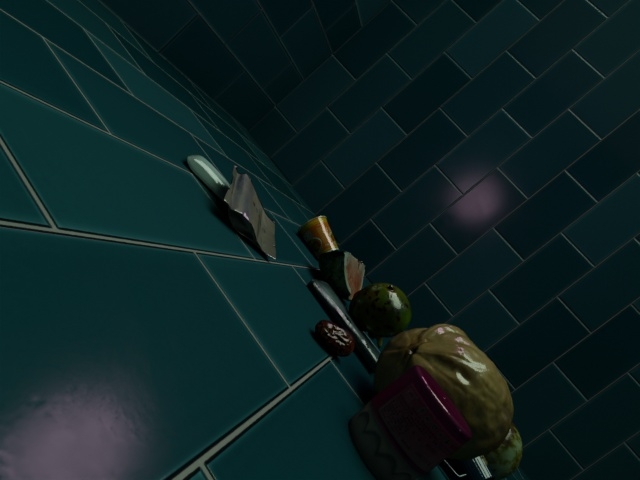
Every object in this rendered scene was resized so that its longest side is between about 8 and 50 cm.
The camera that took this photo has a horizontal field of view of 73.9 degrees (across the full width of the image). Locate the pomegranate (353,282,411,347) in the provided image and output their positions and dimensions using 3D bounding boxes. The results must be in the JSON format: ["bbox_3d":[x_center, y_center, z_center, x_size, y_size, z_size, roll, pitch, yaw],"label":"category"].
[{"bbox_3d":[0.216,0.271,1.530,0.210,0.263,0.211,10,24,-5],"label":"pomegranate"}]

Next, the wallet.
[{"bbox_3d":[0.097,0.290,1.487,0.379,0.046,0.190,51,4,22],"label":"wallet"}]

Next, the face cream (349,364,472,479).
[{"bbox_3d":[0.184,0.387,0.886,0.175,0.195,0.175,49,5,-6],"label":"face cream"}]

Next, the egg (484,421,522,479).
[{"bbox_3d":[0.555,0.688,1.493,0.289,0.238,0.238,38,-1,33],"label":"egg"}]

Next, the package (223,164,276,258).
[{"bbox_3d":[-0.212,-0.081,1.286,0.251,0.062,0.204,57,18,-34],"label":"package"}]

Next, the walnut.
[{"bbox_3d":[0.315,0.401,1.135,0.381,0.381,0.381,49,7,-8],"label":"walnut"}]

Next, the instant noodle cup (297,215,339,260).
[{"bbox_3d":[0.000,0.000,2.084,0.185,0.168,0.168,60,10,20],"label":"instant noodle cup"}]

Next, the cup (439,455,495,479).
[{"bbox_3d":[0.424,0.670,1.288,0.176,0.131,0.155,8,36,-33],"label":"cup"}]

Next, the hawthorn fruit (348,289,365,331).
[{"bbox_3d":[0.186,0.268,1.720,0.157,0.157,0.194,46,13,-28],"label":"hawthorn fruit"}]

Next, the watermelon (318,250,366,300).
[{"bbox_3d":[0.090,0.127,1.763,0.224,0.180,0.305,50,4,23],"label":"watermelon"}]

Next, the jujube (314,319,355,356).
[{"bbox_3d":[0.039,0.263,1.151,0.129,0.077,0.077,41,9,-24],"label":"jujube"}]

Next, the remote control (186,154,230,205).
[{"bbox_3d":[-0.302,-0.156,1.339,0.293,0.051,0.103,49,6,-15],"label":"remote control"}]
